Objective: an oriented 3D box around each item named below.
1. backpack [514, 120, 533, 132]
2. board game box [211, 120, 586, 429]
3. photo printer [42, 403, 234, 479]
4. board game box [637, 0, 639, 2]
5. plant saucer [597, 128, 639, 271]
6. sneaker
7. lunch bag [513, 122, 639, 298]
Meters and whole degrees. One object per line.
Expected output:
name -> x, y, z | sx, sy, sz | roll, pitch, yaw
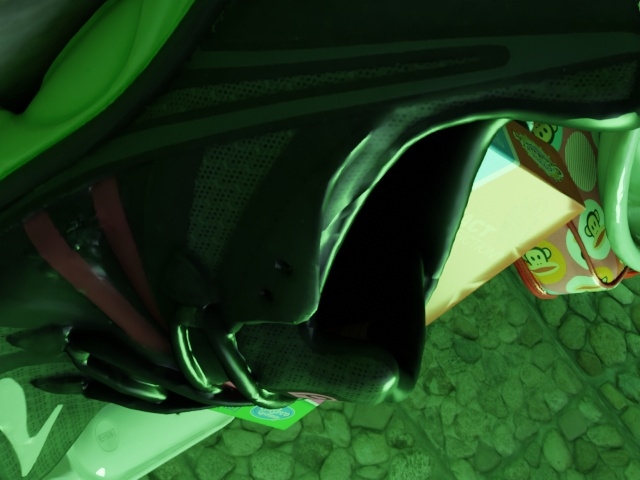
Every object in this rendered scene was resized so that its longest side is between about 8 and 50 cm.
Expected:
backpack -> 0.133, -0.107, 0.957 | 0.084, 0.105, 0.114 | -29, 175, -39
board game box -> -0.009, 0.008, 0.726 | 0.316, 0.064, 0.242 | -40, 138, 26
photo printer -> -0.247, 0.189, 0.935 | 0.256, 0.107, 0.307 | -22, 178, 21
board game box -> 0.242, -0.214, 1.002 | 0.147, 0.045, 0.193 | -37, 173, 10
plant saucer -> 0.394, -0.161, 1.063 | 0.400, 0.100, 0.400 | -27, 134, -32
sneaker -> -0.058, 0.016, 0.473 | 0.483, 0.202, 0.185 | -41, 171, 33
lunch bag -> 0.306, -0.075, 1.175 | 0.120, 0.258, 0.293 | -16, -159, 46
